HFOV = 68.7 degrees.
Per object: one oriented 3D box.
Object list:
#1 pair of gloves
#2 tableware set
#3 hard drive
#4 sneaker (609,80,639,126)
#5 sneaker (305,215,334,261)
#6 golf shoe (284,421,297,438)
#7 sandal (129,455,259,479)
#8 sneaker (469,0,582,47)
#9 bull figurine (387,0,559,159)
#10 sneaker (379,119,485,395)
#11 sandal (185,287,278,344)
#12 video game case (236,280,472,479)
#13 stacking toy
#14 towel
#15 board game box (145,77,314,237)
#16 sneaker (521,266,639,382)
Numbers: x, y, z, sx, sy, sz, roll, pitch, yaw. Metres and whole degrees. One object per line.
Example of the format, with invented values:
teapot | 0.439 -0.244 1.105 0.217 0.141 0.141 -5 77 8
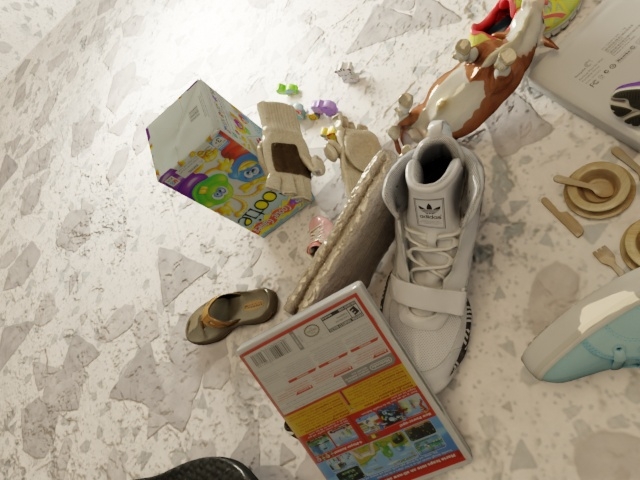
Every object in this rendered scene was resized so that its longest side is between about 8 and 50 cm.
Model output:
pair of gloves | 0.008 -0.149 0.816 0.042 0.240 0.204 134 137 -55
tableware set | 0.404 -0.036 0.614 0.128 0.039 0.194 -39 54 14
hard drive | 0.479 -0.227 0.646 0.203 0.040 0.307 -44 53 10
sneaker | 0.461 -0.191 0.589 0.169 0.068 0.071 -3 53 23
sneaker | 0.000 0.000 0.842 0.051 0.070 0.134 -33 55 20
golf shoe | 0.033 0.246 0.702 0.198 0.094 0.077 -40 53 11
sandal | -0.207 0.451 0.779 0.445 0.107 0.168 -22 60 38
sneaker | 0.336 -0.373 0.767 0.208 0.094 0.081 -36 53 13
bull figurine | 0.227 -0.234 0.716 0.101 0.188 0.310 49 119 14
sneaker | 0.143 0.024 0.639 0.137 0.210 0.366 7 73 22
sandal | -0.183 0.142 0.906 0.219 0.060 0.090 -18 61 26
video game case | 0.044 0.218 0.636 0.204 0.025 0.285 -30 98 19
stacking toy | -0.027 -0.276 0.989 0.221 0.052 0.167 1 71 34
towel | 0.057 0.012 0.723 0.049 0.187 0.282 29 88 22
board game box | -0.160 -0.139 0.873 0.142 0.275 0.144 -36 55 17
sneaker | 0.409 0.096 0.496 0.365 0.135 0.150 -32 53 19
